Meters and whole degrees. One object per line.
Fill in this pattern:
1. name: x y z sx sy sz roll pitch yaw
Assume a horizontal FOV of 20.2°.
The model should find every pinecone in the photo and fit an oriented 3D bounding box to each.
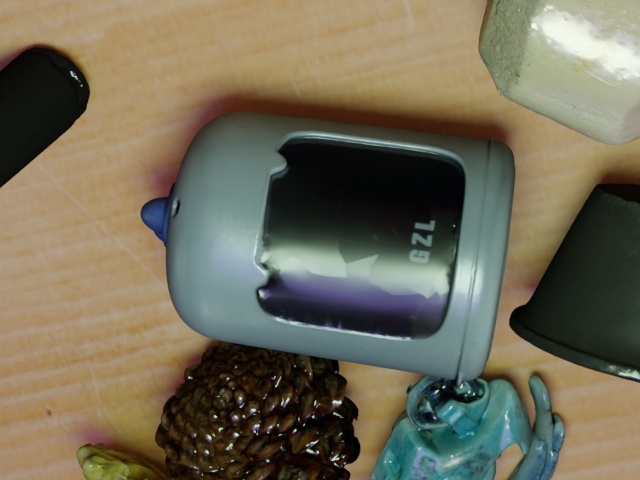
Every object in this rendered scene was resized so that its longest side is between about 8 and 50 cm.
1. pinecone: -0.058 0.207 1.911 0.221 0.221 0.221 3 122 5

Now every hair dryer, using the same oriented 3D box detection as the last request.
1. hair dryer: -0.383 -0.114 1.784 0.251 0.197 0.089 8 129 28

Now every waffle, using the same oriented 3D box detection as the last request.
1. waffle: -0.153 0.298 1.965 0.261 0.250 0.056 31 89 0

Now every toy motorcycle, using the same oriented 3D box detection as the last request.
1. toy motorcycle: 0.151 0.245 1.946 0.206 0.154 0.260 8 122 -25

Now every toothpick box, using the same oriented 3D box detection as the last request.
1. toothpick box: 0.000 0.000 1.760 0.355 0.263 0.263 8 123 3

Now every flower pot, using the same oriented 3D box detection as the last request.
1. flower pot: 0.331 0.038 1.750 0.269 0.269 0.166 13 100 -1

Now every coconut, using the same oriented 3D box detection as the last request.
1. coconut: 0.264 -0.195 1.613 0.234 0.224 0.224 13 123 1
